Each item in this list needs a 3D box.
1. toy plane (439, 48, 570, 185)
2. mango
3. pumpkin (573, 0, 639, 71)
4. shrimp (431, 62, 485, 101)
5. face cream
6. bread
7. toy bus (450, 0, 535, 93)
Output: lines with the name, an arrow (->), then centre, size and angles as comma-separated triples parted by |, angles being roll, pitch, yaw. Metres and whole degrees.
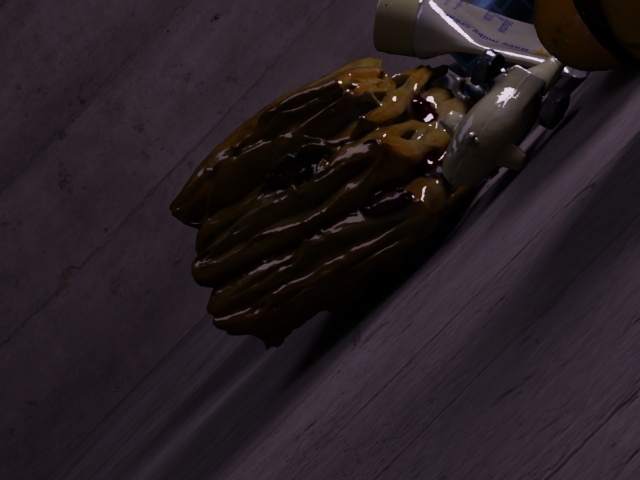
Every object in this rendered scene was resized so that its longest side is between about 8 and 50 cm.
toy plane -> 0.200, -0.142, 1.639 | 0.286, 0.092, 0.108 | -50, -20, -28
mango -> 0.272, -0.230, 1.551 | 0.176, 0.119, 0.317 | -47, -6, 26
pumpkin -> 0.302, -0.207, 1.179 | 0.280, 0.190, 0.139 | 0, 15, 11
shrimp -> 0.045, -0.097, 2.227 | 0.221, 0.110, 0.445 | -6, -22, -44
face cream -> 0.170, -0.208, 1.782 | 0.114, 0.224, 0.070 | -52, -30, -58
bread -> 0.015, -0.074, 1.783 | 0.314, 0.191, 0.370 | -33, 10, 28
toy bus -> 0.254, -0.272, 1.955 | 0.234, 0.133, 0.116 | -47, 4, -17
